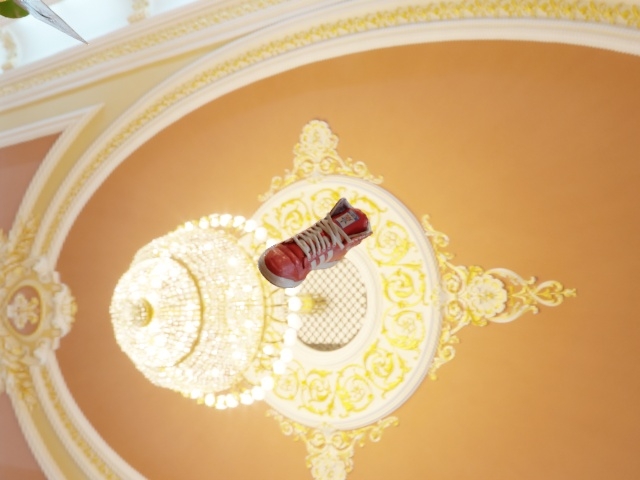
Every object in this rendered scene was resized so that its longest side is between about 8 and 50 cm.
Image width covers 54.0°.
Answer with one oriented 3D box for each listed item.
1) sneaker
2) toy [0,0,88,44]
[{"bbox_3d":[0.000,0.000,0.524,0.067,0.118,0.042,-44,-102,30],"label":"sneaker"},{"bbox_3d":[-0.216,-0.200,0.329,0.137,0.237,0.056,30,-98,7],"label":"toy"}]
